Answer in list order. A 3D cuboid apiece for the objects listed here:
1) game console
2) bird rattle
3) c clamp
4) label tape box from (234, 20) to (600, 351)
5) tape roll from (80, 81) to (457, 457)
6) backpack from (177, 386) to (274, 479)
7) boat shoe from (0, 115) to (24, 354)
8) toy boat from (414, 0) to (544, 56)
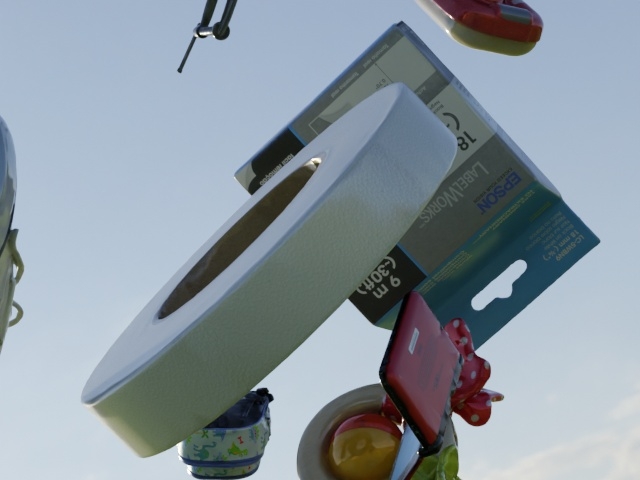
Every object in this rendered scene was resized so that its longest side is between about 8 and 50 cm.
[{"bbox_3d":[0.066,0.135,1.361,0.085,0.124,0.144,-26,19,24],"label":"game console"},{"bbox_3d":[0.076,0.197,1.595,0.207,0.253,0.143,-8,-37,11],"label":"bird rattle"},{"bbox_3d":[-0.126,-0.271,1.948,0.022,0.137,0.161,20,-5,-18],"label":"c clamp"},{"bbox_3d":[0.110,-0.036,1.740,0.240,0.333,0.106,-43,4,11],"label":"label tape box"},{"bbox_3d":[-0.045,0.021,1.366,0.392,0.072,0.392,-44,9,9],"label":"tape roll"},{"bbox_3d":[-0.105,0.213,1.739,0.105,0.084,0.114,-1,11,3],"label":"backpack"},{"bbox_3d":[-0.346,0.055,1.553,0.136,0.367,0.156,2,-12,11],"label":"boat shoe"},{"bbox_3d":[0.223,-0.363,2.213,0.151,0.231,0.151,7,-61,-30],"label":"toy boat"}]
